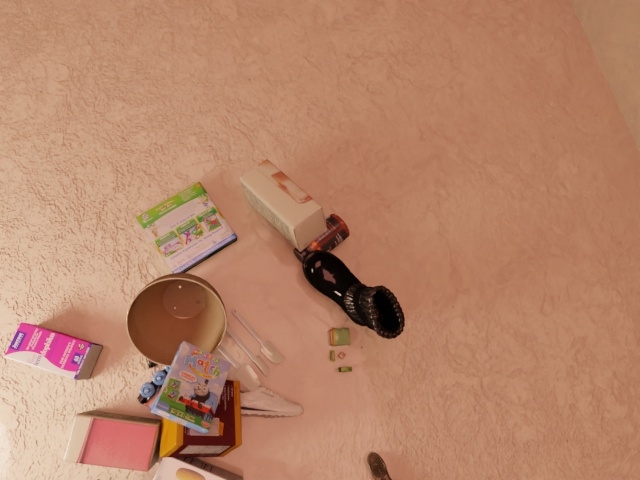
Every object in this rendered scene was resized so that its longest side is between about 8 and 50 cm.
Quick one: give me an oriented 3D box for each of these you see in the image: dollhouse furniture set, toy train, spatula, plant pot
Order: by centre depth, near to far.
[{"bbox_3d":[-0.431,0.218,1.456,0.284,0.191,0.284,-2,106,-9],"label":"plant pot"},{"bbox_3d":[-0.477,0.448,1.463,0.105,0.080,0.184,46,70,-4],"label":"toy train"},{"bbox_3d":[-0.250,0.351,1.534,0.242,0.019,0.168,46,55,6],"label":"spatula"},{"bbox_3d":[0.071,0.366,1.586,0.076,0.058,0.152,-1,74,-10],"label":"dollhouse furniture set"}]

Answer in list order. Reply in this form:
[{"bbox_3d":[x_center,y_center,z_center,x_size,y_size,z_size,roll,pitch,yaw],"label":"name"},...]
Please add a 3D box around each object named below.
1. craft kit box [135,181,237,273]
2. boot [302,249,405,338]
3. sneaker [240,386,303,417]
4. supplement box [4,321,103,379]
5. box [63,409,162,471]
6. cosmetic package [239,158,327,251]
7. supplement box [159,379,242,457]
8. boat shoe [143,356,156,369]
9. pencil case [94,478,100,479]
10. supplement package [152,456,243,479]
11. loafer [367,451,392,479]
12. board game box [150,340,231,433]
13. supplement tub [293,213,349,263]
[{"bbox_3d":[-0.457,-0.039,1.619,0.249,0.061,0.247,-33,84,-17],"label":"craft kit box"},{"bbox_3d":[0.105,0.162,1.511,0.348,0.260,0.131,42,80,-10],"label":"boot"},{"bbox_3d":[-0.167,0.512,1.494,0.235,0.090,0.095,9,60,-9],"label":"sneaker"},{"bbox_3d":[-0.800,0.335,1.421,0.219,0.114,0.111,18,73,-2],"label":"supplement box"},{"bbox_3d":[-0.587,0.578,1.366,0.232,0.148,0.127,10,73,-6],"label":"box"},{"bbox_3d":[-0.126,-0.122,1.598,0.129,0.153,0.296,-38,63,-16],"label":"cosmetic package"},{"bbox_3d":[-0.346,0.514,1.370,0.194,0.129,0.191,16,46,-31],"label":"supplement box"},{"bbox_3d":[-0.553,0.340,1.496,0.042,0.049,0.133,-22,81,-20],"label":"boat shoe"},{"bbox_3d":[-0.525,0.749,1.252,0.273,0.124,0.114,30,68,-2],"label":"pencil case"},{"bbox_3d":[-0.363,0.724,1.369,0.244,0.134,0.139,23,71,-2],"label":"supplement package"},{"bbox_3d":[0.193,0.753,1.502,0.056,0.050,0.148,-20,63,-18],"label":"loafer"},{"bbox_3d":[-0.356,0.408,1.321,0.160,0.039,0.212,30,40,-17],"label":"board game box"},{"bbox_3d":[0.000,0.000,1.656,0.198,0.106,0.106,-38,83,-16],"label":"supplement tub"}]
